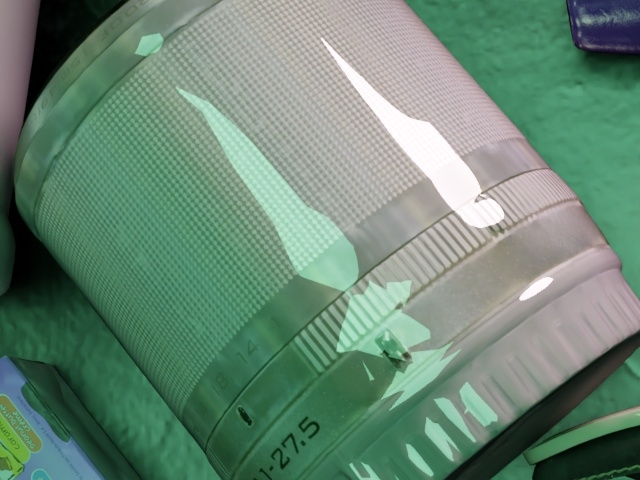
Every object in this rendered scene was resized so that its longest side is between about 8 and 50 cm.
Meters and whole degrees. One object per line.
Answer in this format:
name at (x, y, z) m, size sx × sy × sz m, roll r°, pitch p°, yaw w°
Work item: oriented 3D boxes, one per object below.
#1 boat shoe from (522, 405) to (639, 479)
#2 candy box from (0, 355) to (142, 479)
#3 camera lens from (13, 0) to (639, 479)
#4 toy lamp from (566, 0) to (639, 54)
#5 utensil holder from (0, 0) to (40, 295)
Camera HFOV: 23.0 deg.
boat shoe at (0.219, 0.109, 0.785) m, size 0.233 × 0.084 × 0.079 m, roll -8°, pitch 79°, yaw 8°
candy box at (-0.184, 0.189, 0.865) m, size 0.196 × 0.070 × 0.165 m, roll -41°, pitch 76°, yaw 3°
camera lens at (0.000, 0.000, 0.778) m, size 0.219 × 0.219 × 0.274 m, roll -41°, pitch 76°, yaw 4°
toy lamp at (0.265, -0.146, 0.819) m, size 0.275 × 0.080 × 0.080 m, roll -8°, pitch 80°, yaw 10°
utensil holder at (-0.295, -0.182, 0.820) m, size 0.328 × 0.327 × 0.385 m, roll 6°, pitch 80°, yaw 13°
